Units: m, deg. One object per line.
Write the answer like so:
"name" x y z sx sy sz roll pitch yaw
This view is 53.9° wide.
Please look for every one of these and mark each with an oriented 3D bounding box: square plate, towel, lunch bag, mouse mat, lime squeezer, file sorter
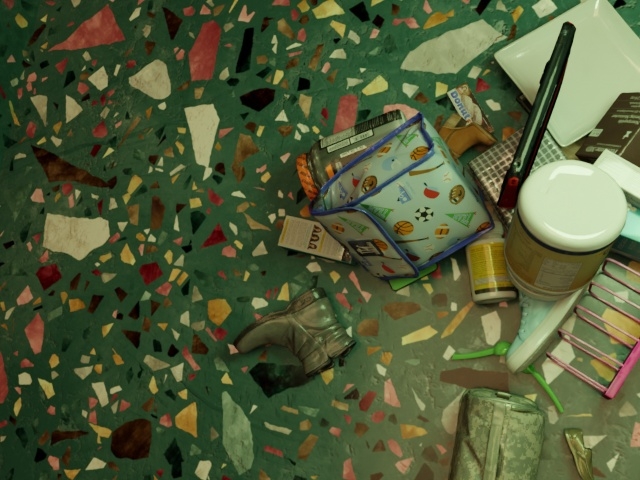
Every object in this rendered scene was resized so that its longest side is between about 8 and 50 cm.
"square plate" 0.718 -0.467 1.737 0.343 0.049 0.347 -29 70 3
"towel" 0.570 -0.156 1.712 0.235 0.121 0.284 -33 70 11
"lunch bag" 0.425 0.522 1.539 0.212 0.256 0.306 9 82 21
"lunch bag" 0.209 -0.081 1.679 0.385 0.328 0.239 -31 34 22
"mouse mat" 0.240 0.036 1.845 0.152 0.007 0.190 -28 71 11
"lime squeezer" 0.509 0.334 1.660 0.310 0.059 0.110 25 87 21
"file sorter" 0.705 0.216 1.543 0.182 0.202 0.291 33 90 25

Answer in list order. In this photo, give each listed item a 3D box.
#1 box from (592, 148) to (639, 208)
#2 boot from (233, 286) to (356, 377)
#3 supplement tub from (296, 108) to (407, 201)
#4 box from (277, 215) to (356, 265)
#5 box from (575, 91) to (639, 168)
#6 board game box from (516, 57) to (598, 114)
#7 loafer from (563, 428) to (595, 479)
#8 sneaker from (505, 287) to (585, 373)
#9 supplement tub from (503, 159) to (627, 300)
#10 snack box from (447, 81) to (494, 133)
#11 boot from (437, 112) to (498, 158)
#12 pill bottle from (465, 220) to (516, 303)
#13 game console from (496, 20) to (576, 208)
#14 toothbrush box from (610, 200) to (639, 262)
"box" 0.770 -0.092 1.428 0.324 0.063 0.067 37 88 22
"boot" -0.082 0.307 1.843 0.338 0.118 0.223 -32 75 14
"supplement tub" 0.114 -0.231 1.840 0.337 0.207 0.207 -20 72 15
"box" 0.000 0.000 1.906 0.244 0.060 0.101 14 83 21
"box" 0.803 -0.243 1.590 0.167 0.168 0.203 36 93 -18
"board game box" 0.671 -0.415 1.785 0.186 0.026 0.126 -35 70 8
"loafer" 0.654 0.538 1.564 0.050 0.056 0.148 -25 71 19
"sneaker" 0.560 0.174 1.631 0.150 0.135 0.366 33 72 27
"supplement tub" 0.555 -0.010 1.469 0.228 0.316 0.229 -3 60 5
"snack box" 0.443 -0.378 1.857 0.064 0.022 0.178 -29 71 13
"boot" 0.404 -0.266 1.801 0.152 0.072 0.197 -59 39 10
"pill bottle" 0.457 0.060 1.704 0.119 0.119 0.209 -9 76 17
"game console" 0.511 -0.280 1.516 0.060 0.342 0.387 19 86 18
"toothbrush box" 0.848 -0.004 1.532 0.295 0.216 0.126 23 86 21
